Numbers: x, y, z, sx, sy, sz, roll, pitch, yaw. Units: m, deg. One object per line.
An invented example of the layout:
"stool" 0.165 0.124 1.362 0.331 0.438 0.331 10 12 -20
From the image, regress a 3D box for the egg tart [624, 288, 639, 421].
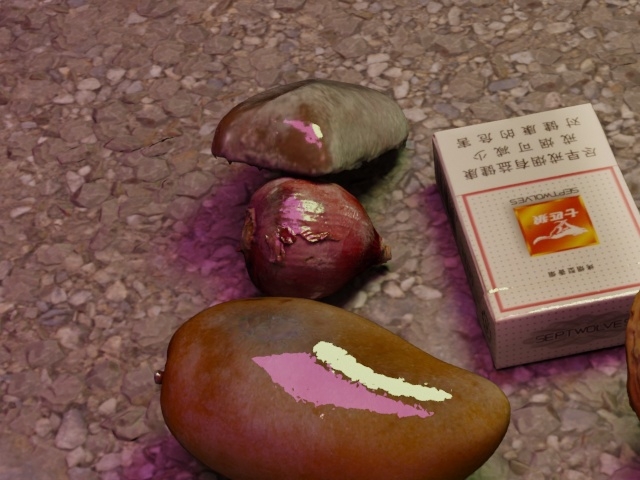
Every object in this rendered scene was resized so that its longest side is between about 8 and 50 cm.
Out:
"egg tart" 0.469 0.117 1.670 0.315 0.315 0.120 -5 5 3

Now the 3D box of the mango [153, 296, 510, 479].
"mango" 0.010 0.174 1.673 0.384 0.199 0.221 7 46 12

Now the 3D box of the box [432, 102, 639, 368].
"box" 0.270 -0.012 1.892 0.210 0.095 0.330 -11 44 -2

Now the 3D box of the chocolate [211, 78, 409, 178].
"chocolate" -0.009 -0.152 1.981 0.185 0.100 0.303 6 13 24

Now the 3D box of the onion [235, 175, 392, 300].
"onion" 0.000 0.000 1.892 0.194 0.159 0.159 6 42 -21
